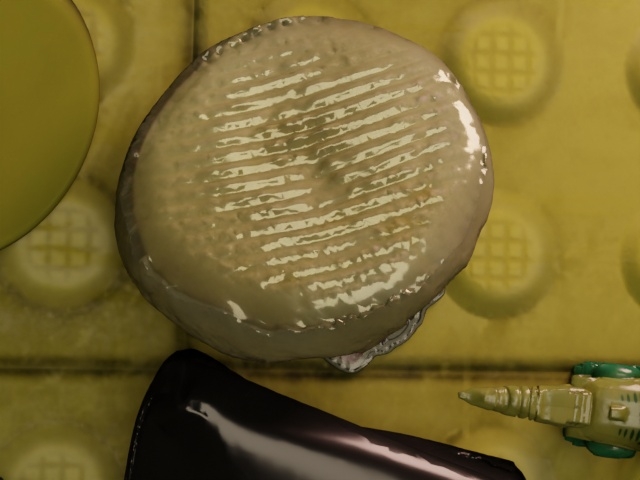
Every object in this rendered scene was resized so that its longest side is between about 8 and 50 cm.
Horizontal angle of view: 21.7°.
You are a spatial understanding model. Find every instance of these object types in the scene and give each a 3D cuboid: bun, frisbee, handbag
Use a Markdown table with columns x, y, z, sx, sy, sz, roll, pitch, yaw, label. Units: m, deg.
| x | y | z | sx | sy | sz | roll | pitch | yaw | label |
| --- | --- | --- | --- | --- | --- | --- | --- | --- | --- |
| -0.007 | -0.031 | 1.267 | 0.287 | 0.146 | 0.287 | -3 | 67 | 7 | bun |
| -0.255 | -0.091 | 1.231 | 0.236 | 0.017 | 0.236 | -25 | 127 | -37 | frisbee |
| -0.011 | 0.268 | 1.290 | 0.342 | 0.152 | 0.288 | 21 | 98 | -6 | handbag |

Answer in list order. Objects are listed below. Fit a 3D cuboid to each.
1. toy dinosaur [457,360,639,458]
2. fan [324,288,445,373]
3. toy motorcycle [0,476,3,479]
| x | y | z | sx | sy | sz | roll | pitch | yaw | label |
| --- | --- | --- | --- | --- | --- | --- | --- | --- | --- |
| 0.234 | 0.137 | 1.335 | 0.259 | 0.153 | 0.094 | 7 | 87 | -1 | toy dinosaur |
| 0.000 | 0.000 | 1.356 | 0.132 | 0.009 | 0.220 | -43 | 98 | -10 | fan |
| -0.295 | 0.252 | 1.277 | 0.106 | 0.074 | 0.190 | 45 | 83 | 2 | toy motorcycle |
